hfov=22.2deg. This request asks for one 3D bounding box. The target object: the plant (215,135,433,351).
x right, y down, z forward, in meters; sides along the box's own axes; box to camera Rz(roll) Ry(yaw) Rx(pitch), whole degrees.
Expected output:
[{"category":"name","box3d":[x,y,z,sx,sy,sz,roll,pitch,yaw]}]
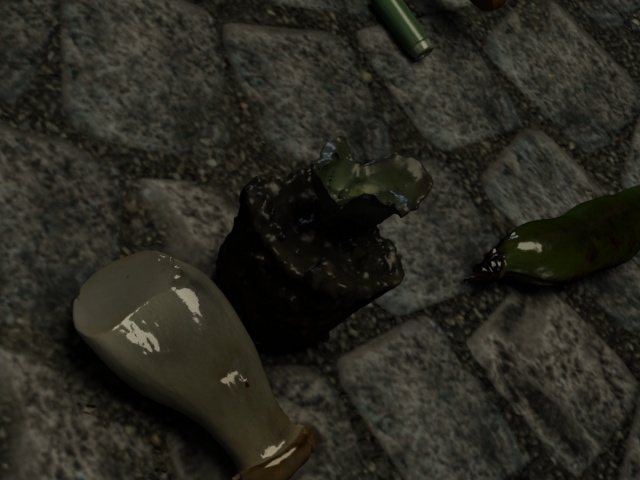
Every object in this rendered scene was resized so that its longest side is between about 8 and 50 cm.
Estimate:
[{"category":"plant","box3d":[0.000,0.000,1.383,0.142,0.203,0.131,-16,61,-37]}]

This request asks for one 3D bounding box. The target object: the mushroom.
[{"category":"mushroom","box3d":[-0.097,0.103,1.321,0.225,0.093,0.116,46,58,-11]}]

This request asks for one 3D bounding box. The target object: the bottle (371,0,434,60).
[{"category":"bottle","box3d":[0.088,-0.232,1.747,0.030,0.030,0.083,-23,74,-44]}]

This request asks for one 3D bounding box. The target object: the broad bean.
[{"category":"broad bean","box3d":[0.272,-0.001,1.680,0.339,0.061,0.077,-17,57,-43]}]

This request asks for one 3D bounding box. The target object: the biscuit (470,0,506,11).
[{"category":"biscuit","box3d":[0.119,-0.349,1.782,0.036,0.165,0.250,-32,76,-11]}]
